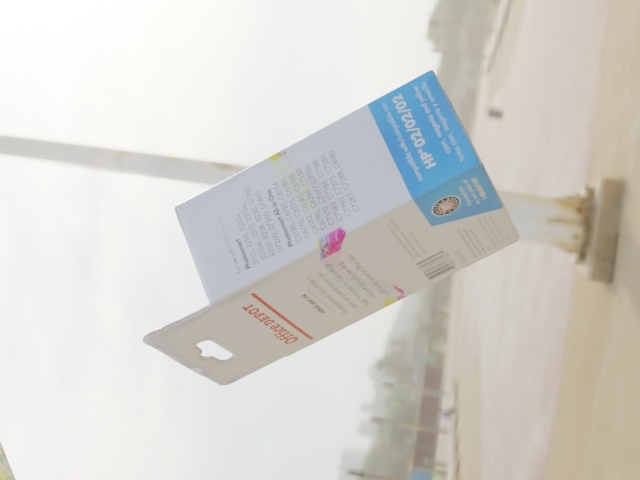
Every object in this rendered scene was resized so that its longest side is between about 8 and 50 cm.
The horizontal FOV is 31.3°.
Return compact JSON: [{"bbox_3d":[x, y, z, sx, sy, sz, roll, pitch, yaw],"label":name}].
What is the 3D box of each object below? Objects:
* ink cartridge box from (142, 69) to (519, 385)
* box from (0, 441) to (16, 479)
[{"bbox_3d":[0.000,0.000,0.582,0.061,0.181,0.104,67,-171,27],"label":"ink cartridge box"},{"bbox_3d":[-0.503,0.319,1.272,0.290,0.279,0.177,-47,-53,-2],"label":"box"}]
